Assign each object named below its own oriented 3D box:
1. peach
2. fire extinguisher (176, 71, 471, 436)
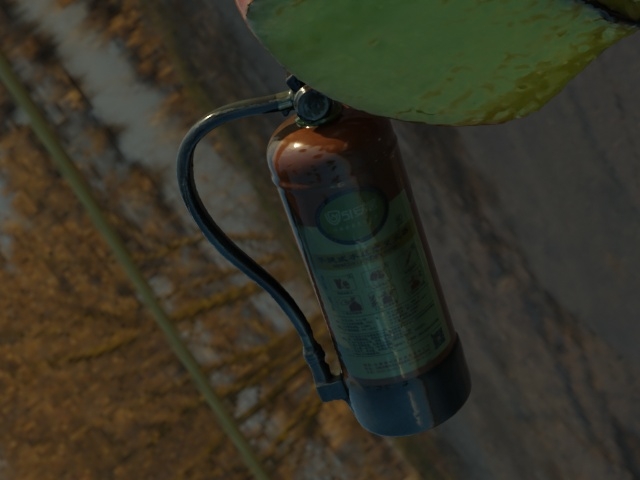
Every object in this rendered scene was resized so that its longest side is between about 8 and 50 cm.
[{"bbox_3d":[0.105,-0.258,1.058,0.242,0.380,0.306,-32,56,56],"label":"peach"},{"bbox_3d":[0.005,0.003,1.239,0.113,0.200,0.376,-136,26,-62],"label":"fire extinguisher"}]
